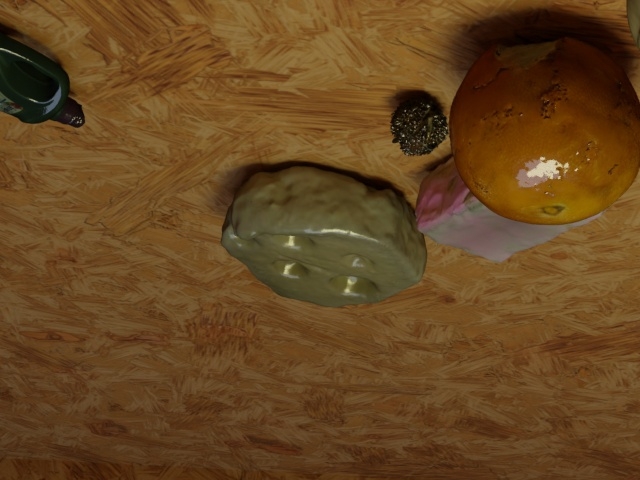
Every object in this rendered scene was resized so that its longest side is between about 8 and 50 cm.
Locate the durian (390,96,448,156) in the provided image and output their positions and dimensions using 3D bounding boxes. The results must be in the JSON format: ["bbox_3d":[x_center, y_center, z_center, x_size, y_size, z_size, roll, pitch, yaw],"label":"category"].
[{"bbox_3d":[0.125,-0.148,2.053,0.091,0.080,0.080,-24,141,39],"label":"durian"}]

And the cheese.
[{"bbox_3d":[0.000,0.000,2.366,0.318,0.115,0.326,16,154,-18],"label":"cheese"}]

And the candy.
[{"bbox_3d":[0.262,-0.070,2.139,0.155,0.116,0.265,18,156,-26],"label":"candy"}]

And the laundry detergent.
[{"bbox_3d":[-0.401,-0.211,2.080,0.221,0.078,0.144,26,146,-33],"label":"laundry detergent"}]

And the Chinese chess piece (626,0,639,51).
[{"bbox_3d":[0.465,-0.256,1.672,0.270,0.112,0.270,7,156,3],"label":"Chinese chess piece"}]

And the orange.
[{"bbox_3d":[0.273,-0.132,1.877,0.240,0.240,0.240,7,155,3],"label":"orange"}]
